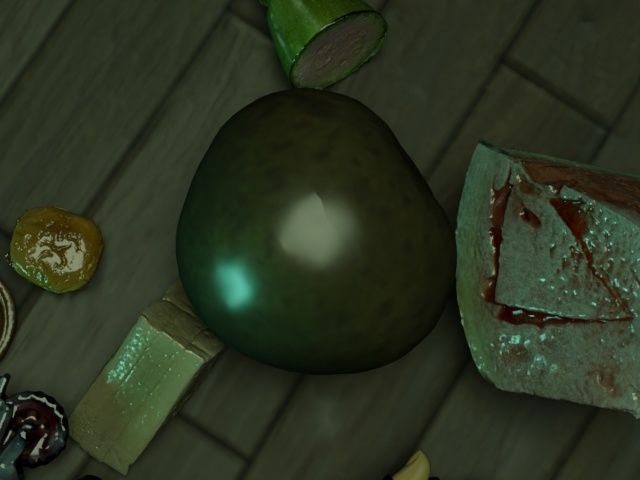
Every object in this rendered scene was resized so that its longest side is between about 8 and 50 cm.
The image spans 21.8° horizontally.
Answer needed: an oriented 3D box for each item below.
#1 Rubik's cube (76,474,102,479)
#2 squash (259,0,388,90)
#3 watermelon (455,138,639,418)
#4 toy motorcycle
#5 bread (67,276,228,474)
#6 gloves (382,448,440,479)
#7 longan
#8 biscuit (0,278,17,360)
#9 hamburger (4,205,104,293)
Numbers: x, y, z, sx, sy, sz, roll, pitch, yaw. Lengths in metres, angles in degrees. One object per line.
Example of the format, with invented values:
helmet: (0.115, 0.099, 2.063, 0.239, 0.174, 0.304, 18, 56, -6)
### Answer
Rubik's cube: (-0.209, 0.403, 1.263, 0.313, 0.316, 0.318, -35, 97, -7)
squash: (-0.018, -0.214, 1.513, 0.105, 0.105, 0.132, -33, 67, -8)
watermelon: (0.263, 0.033, 1.422, 0.262, 0.201, 0.212, 4, 94, -23)
toy motorcycle: (-0.315, 0.204, 1.422, 0.122, 0.080, 0.215, 38, 90, -4)
bread: (-0.148, 0.119, 1.476, 0.077, 0.105, 0.152, 39, 113, 2)
gloves: (0.076, 0.271, 1.425, 0.203, 0.124, 0.164, -27, 107, -28)
longan: (0.000, 0.000, 1.414, 0.246, 0.215, 0.246, -5, 108, -15)
biscuit: (-0.357, 0.072, 1.467, 0.175, 0.026, 0.124, 0, 81, -4)
hamburger: (-0.235, 0.008, 1.476, 0.083, 0.044, 0.076, 14, 81, -5)
